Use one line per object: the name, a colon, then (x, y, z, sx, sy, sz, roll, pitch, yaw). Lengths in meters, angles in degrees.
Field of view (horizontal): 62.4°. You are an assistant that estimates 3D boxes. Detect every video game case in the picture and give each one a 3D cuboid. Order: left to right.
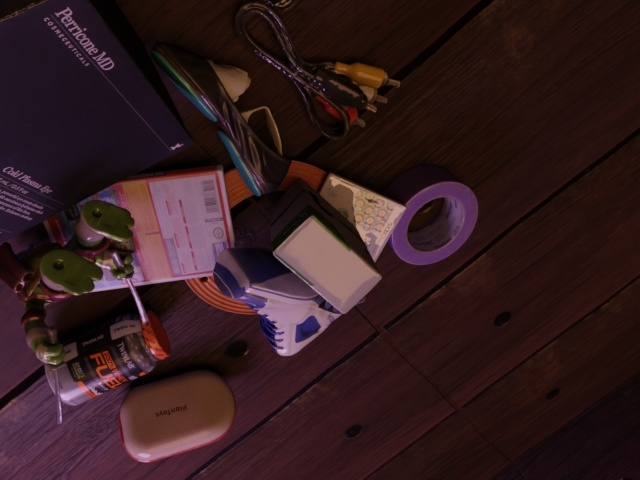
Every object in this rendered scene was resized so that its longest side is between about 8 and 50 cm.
video game case: (-0.288, -0.014, 0.868, 0.285, 0.025, 0.204, -8, 125, -7)
video game case: (0.055, -0.033, 0.967, 0.157, 0.019, 0.143, 22, 113, -13)

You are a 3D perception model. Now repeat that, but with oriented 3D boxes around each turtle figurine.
turtle figurine: (-0.332, 0.079, 0.770, 0.198, 0.275, 0.266, -26, 173, -42)

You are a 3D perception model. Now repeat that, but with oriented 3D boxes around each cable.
cable: (-0.019, -0.264, 0.842, 0.287, 0.072, 0.139, 27, 127, -22)

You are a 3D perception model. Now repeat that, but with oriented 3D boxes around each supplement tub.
supplement tub: (-0.377, 0.205, 0.950, 0.190, 0.117, 0.117, -25, 128, -6)

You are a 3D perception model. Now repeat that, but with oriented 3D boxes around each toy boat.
toy boat: (-0.292, 0.367, 1.104, 0.231, 0.151, 0.151, -12, 156, -14)

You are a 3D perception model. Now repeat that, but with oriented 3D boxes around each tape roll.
tape roll: (0.210, -0.050, 1.051, 0.189, 0.080, 0.189, -11, 125, -17)

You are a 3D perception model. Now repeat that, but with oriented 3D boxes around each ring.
ring: (-0.097, -0.001, 0.985, 0.336, 0.032, 0.336, -12, 127, -16)

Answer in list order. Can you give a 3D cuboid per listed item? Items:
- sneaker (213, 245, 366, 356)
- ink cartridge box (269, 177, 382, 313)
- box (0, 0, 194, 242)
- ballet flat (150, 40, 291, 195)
sneaker: (-0.068, 0.130, 0.965, 0.315, 0.127, 0.182, 16, 118, -46)
ink cartridge box: (0.000, 0.000, 0.853, 0.153, 0.208, 0.087, 41, 101, -20)
box: (-0.351, -0.164, 0.565, 0.312, 0.179, 0.343, -27, 170, -4)
ballet flat: (-0.134, -0.194, 0.800, 0.096, 0.095, 0.280, -42, 126, -10)
